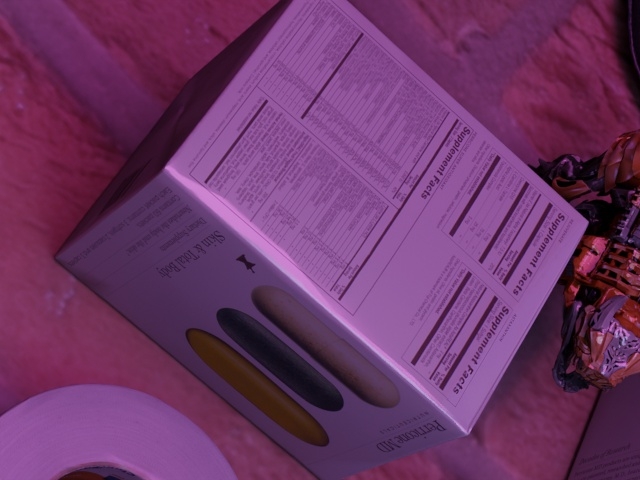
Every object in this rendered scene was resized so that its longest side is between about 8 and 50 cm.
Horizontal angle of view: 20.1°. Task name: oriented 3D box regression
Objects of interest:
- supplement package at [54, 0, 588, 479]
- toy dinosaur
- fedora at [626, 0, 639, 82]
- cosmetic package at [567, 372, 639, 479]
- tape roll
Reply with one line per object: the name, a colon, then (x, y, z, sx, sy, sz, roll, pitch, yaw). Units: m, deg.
supplement package: (0.000, 0.000, 1.256, 0.263, 0.199, 0.198, 41, 58, -12)
toy dinosaur: (0.244, -0.015, 1.390, 0.322, 0.218, 0.164, -41, 95, -33)
fedora: (0.433, -0.172, 1.592, 0.334, 0.152, 0.334, 10, 69, -26)
cosmetic package: (0.317, 0.183, 1.400, 0.197, 0.155, 0.365, 37, 58, -15)
tape roll: (-0.153, 0.207, 1.174, 0.219, 0.072, 0.219, 11, 67, -27)
